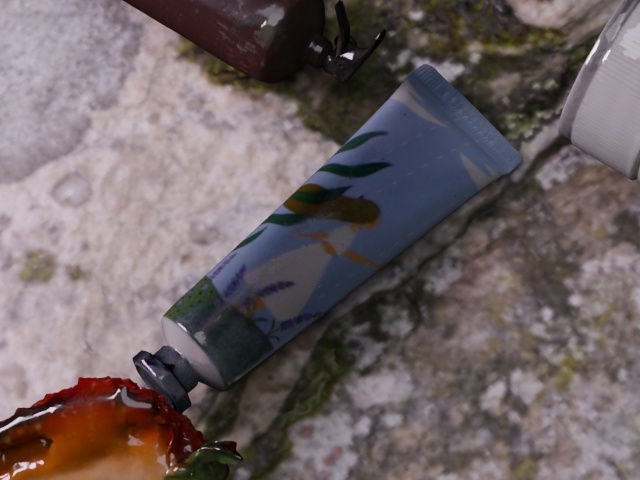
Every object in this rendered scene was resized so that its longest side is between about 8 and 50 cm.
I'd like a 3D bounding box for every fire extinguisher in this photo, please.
[{"bbox_3d":[-0.077,-0.170,1.075,0.267,0.089,0.072,31,58,14],"label":"fire extinguisher"}]

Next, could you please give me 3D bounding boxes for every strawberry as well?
[{"bbox_3d":[-0.131,0.148,0.961,0.192,0.085,0.140,-39,87,11],"label":"strawberry"}]

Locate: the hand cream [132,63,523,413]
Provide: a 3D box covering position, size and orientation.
[{"bbox_3d":[0.000,0.000,1.029,0.271,0.058,0.091,-40,75,-17],"label":"hand cream"}]

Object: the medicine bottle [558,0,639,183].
[{"bbox_3d":[0.278,-0.049,0.980,0.258,0.143,0.143,33,75,13],"label":"medicine bottle"}]
